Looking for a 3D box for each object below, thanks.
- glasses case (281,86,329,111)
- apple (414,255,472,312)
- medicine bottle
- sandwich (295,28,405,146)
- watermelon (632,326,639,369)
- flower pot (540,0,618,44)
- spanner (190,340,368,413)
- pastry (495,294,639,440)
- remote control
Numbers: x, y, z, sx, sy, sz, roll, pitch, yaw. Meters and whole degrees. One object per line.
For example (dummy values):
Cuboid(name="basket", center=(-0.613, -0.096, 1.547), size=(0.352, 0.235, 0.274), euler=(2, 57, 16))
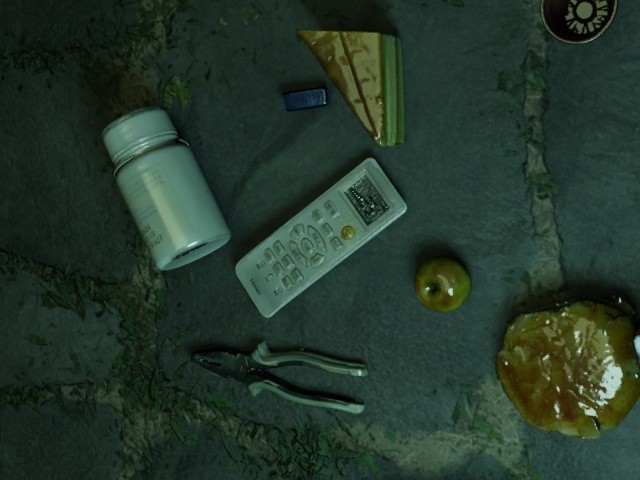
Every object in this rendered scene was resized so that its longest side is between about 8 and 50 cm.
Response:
Cuboid(name="glasses case", center=(-0.023, -0.233, 1.690), size=(0.083, 0.023, 0.033), euler=(-5, 101, 25))
Cuboid(name="apple", center=(0.190, 0.068, 1.597), size=(0.090, 0.074, 0.089), euler=(3, 96, 25))
Cuboid(name="medicine bottle", center=(-0.265, -0.090, 1.739), size=(0.143, 0.143, 0.258), euler=(-28, 84, 22))
Cuboid(name="sandwich", center=(0.050, -0.240, 1.610), size=(0.144, 0.117, 0.187), euler=(1, 97, 25))
Cuboid(name="watermelon", center=(0.517, 0.178, 1.453), size=(0.193, 0.137, 0.145), euler=(-10, 89, -19))
Cuboid(name="flower pot", center=(0.379, -0.335, 1.476), size=(0.111, 0.089, 0.111), euler=(2, 96, 23))
Cuboid(name="spanner", center=(-0.075, 0.223, 1.741), size=(0.325, 0.040, 0.095), euler=(7, 98, 21))
Cuboid(name="pastry", center=(0.375, 0.177, 1.515), size=(0.218, 0.100, 0.229), euler=(43, 114, 18))
Cuboid(name="remote control", center=(0.000, 0.000, 1.688), size=(0.313, 0.055, 0.109), euler=(-38, 73, 16))
